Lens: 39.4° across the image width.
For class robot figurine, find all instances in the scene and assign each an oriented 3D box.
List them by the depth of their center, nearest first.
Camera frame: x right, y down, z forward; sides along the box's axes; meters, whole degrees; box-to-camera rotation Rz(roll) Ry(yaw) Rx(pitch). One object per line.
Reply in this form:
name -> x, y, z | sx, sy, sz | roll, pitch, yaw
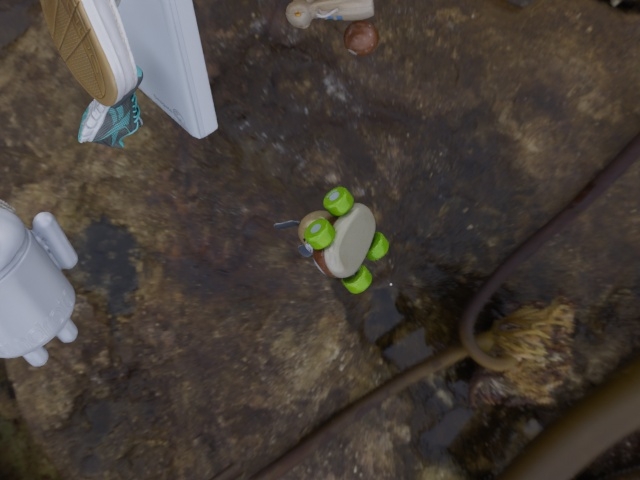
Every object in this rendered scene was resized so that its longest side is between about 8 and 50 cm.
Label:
robot figurine -> -0.593, 0.077, 1.654 | 0.300, 0.353, 0.200 | -44, 42, -20

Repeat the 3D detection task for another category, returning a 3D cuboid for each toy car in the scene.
toy car -> 0.000, 0.000, 1.642 | 0.155, 0.188, 0.149 | 50, 56, -33

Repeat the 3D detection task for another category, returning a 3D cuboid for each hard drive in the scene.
hard drive -> -0.249, -0.325, 1.231 | 0.047, 0.353, 0.233 | -38, 62, -20

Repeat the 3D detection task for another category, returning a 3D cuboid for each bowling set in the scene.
bowling set -> 0.000, -0.356, 1.296 | 0.154, 0.287, 0.199 | -4, 114, 8

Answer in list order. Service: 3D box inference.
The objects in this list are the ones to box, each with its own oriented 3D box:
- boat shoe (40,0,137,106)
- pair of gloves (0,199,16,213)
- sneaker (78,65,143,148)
boat shoe -> -0.230, -0.269, 0.882 | 0.096, 0.098, 0.277 | -21, 85, -34
pair of gloves -> -0.733, -0.036, 1.697 | 0.240, 0.042, 0.204 | 24, 113, -32
sneaker -> -0.286, -0.191, 1.289 | 0.076, 0.166, 0.065 | 20, 51, -29
